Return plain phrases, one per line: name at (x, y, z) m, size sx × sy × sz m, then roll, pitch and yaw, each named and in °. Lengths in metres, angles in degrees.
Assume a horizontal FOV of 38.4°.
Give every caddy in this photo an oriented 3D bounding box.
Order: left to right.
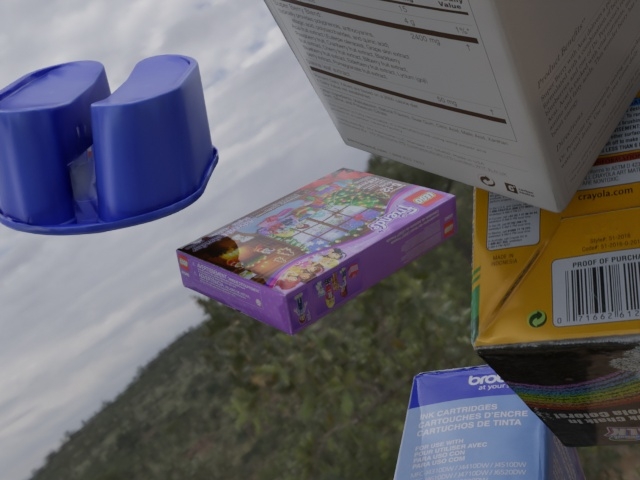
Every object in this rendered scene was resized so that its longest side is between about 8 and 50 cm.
caddy at (-0.253, -0.106, 1.096) m, size 0.241 × 0.179 × 0.341 m, roll -4°, pitch 22°, yaw 5°

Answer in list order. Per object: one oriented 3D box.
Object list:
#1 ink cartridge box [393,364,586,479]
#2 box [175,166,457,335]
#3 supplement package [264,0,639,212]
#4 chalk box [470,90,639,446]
ink cartridge box at (0.172, 0.302, 0.864) m, size 0.151 × 0.270 × 0.395 m, roll -11°, pitch 32°, yaw 20°
box at (0.000, 0.000, 1.127) m, size 0.293 × 0.057 × 0.200 m, roll -29°, pitch 33°, yaw -36°
supplement package at (0.071, -0.186, 0.502) m, size 0.178 × 0.175 × 0.293 m, roll -54°, pitch -38°, yaw -17°
chalk box at (0.240, 0.042, 0.668) m, size 0.180 × 0.179 × 0.289 m, roll -7°, pitch -29°, yaw 27°
